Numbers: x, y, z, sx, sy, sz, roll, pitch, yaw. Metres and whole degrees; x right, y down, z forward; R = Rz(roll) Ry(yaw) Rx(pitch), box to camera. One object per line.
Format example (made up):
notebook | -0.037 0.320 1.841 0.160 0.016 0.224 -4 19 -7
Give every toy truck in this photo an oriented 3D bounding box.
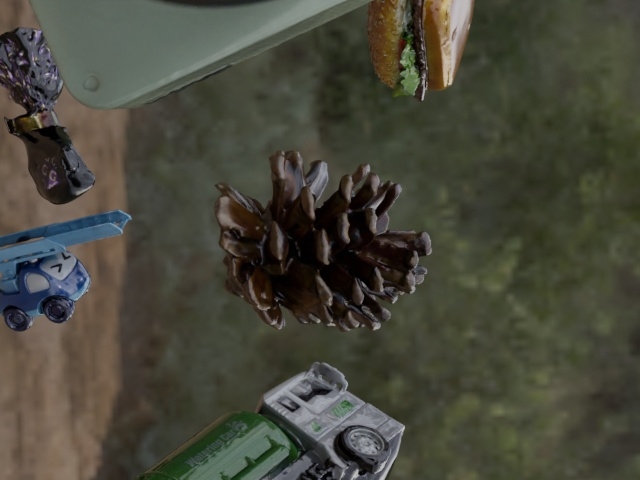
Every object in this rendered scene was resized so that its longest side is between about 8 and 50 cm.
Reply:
toy truck | -0.051 0.180 1.296 0.242 0.125 0.101 -31 147 -49
toy truck | -0.211 0.024 1.564 0.063 0.136 0.074 -69 143 -60

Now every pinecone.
pinecone | -0.002 0.003 1.635 0.179 0.195 0.150 -58 161 -78

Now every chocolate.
chocolate | -0.211 -0.088 1.416 0.072 0.070 0.147 88 -10 -58

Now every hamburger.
hamburger | 0.089 -0.212 1.758 0.166 0.087 0.137 84 21 -57

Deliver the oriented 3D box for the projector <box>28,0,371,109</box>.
projector | -0.045 -0.223 0.865 0.259 0.257 0.079 67 13 2
